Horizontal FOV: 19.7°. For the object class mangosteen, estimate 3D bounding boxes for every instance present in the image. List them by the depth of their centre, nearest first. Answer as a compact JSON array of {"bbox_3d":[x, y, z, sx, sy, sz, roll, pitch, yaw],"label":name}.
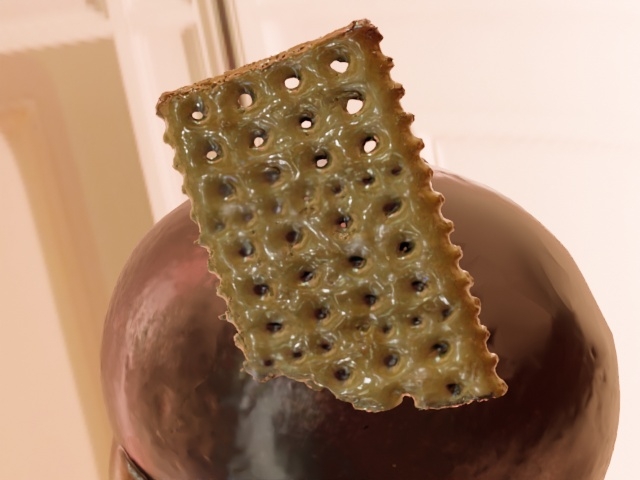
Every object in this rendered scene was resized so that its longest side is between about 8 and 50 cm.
[{"bbox_3d":[0.017,0.146,1.341,0.382,0.435,0.382,14,-20,5],"label":"mangosteen"}]

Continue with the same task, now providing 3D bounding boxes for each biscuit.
[{"bbox_3d":[0.000,0.000,0.951,0.144,0.016,0.203,-16,-84,22],"label":"biscuit"}]
